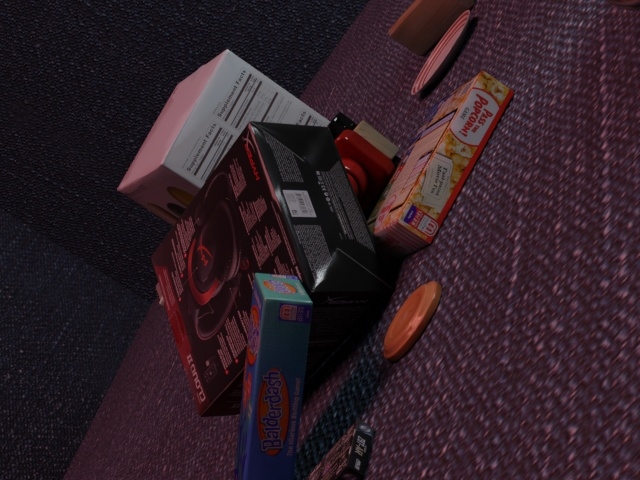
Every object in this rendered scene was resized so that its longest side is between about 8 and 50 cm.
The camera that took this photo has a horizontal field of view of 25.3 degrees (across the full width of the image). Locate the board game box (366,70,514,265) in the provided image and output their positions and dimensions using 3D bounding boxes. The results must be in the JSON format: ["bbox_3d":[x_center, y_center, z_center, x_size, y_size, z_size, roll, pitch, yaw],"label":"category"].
[{"bbox_3d":[0.117,-0.074,1.517,0.193,0.045,0.147,-60,9,-17],"label":"board game box"}]

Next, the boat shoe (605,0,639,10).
[{"bbox_3d":[0.258,-0.230,1.164,0.088,0.096,0.267,-51,17,6],"label":"boat shoe"}]

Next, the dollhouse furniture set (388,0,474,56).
[{"bbox_3d":[0.078,-0.510,2.159,0.256,0.394,0.362,-62,10,-27],"label":"dollhouse furniture set"}]

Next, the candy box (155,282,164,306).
[{"bbox_3d":[-0.151,0.091,2.042,0.071,0.159,0.233,-58,9,-1],"label":"candy box"}]

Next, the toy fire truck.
[{"bbox_3d":[0.000,0.000,1.666,0.217,0.158,0.246,-51,0,31],"label":"toy fire truck"}]

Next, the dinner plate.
[{"bbox_3d":[0.172,-0.258,1.987,0.141,0.017,0.141,-54,9,13],"label":"dinner plate"}]

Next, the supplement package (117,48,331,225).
[{"bbox_3d":[-0.106,-0.097,2.020,0.199,0.262,0.198,-18,41,63],"label":"supplement package"}]

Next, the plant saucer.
[{"bbox_3d":[0.081,0.072,1.295,0.083,0.013,0.083,-55,9,14],"label":"plant saucer"}]

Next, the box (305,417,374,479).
[{"bbox_3d":[0.012,0.199,1.202,0.083,0.018,0.067,-52,9,28],"label":"box"}]

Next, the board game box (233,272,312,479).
[{"bbox_3d":[-0.047,0.145,1.338,0.160,0.047,0.210,-132,49,-82],"label":"board game box"}]

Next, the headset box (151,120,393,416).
[{"bbox_3d":[-0.070,0.044,1.568,0.293,0.110,0.218,-50,50,42],"label":"headset box"}]
